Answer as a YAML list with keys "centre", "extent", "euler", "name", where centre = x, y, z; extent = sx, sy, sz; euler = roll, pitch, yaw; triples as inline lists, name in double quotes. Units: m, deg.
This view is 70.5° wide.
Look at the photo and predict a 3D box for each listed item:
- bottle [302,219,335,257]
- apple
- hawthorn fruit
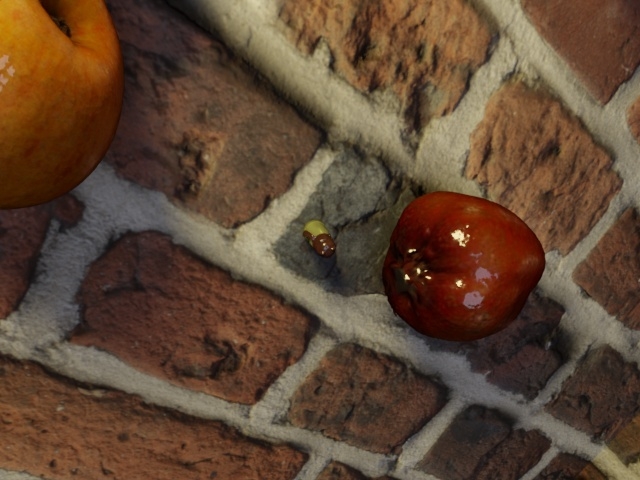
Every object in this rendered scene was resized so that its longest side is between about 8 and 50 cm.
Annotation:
- centre: [-0.002, 0.000, 0.845]
  extent: [0.063, 0.101, 0.047]
  euler: [2, 114, -18]
  name: "bottle"
- centre: [-0.369, -0.199, 0.519]
  extent: [0.275, 0.299, 0.299]
  euler: [-31, 121, 19]
  name: "apple"
- centre: [0.274, 0.045, 0.866]
  extent: [0.311, 0.295, 0.295]
  euler: [-19, 118, -10]
  name: "hawthorn fruit"
